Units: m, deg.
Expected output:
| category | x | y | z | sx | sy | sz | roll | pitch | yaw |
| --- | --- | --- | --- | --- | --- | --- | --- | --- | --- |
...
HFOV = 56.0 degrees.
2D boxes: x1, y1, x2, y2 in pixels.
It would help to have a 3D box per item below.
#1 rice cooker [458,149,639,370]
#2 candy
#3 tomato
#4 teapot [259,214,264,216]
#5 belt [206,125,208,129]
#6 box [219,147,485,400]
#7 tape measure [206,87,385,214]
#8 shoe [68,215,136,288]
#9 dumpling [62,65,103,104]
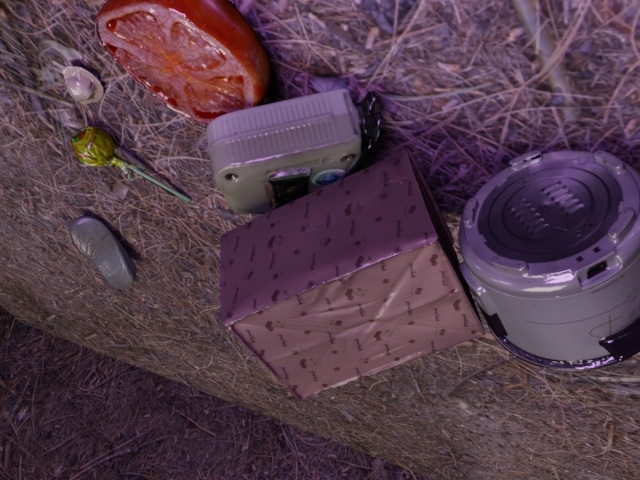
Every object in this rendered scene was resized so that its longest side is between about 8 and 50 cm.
| category | x | y | z | sx | sy | sz | roll | pitch | yaw |
| --- | --- | --- | --- | --- | --- | --- | --- | --- | --- |
| rice cooker | 0.310 | 0.029 | 0.769 | 0.227 | 0.241 | 0.280 | 54 | -175 | -38 |
| candy | -0.377 | -0.142 | 1.220 | 0.262 | 0.077 | 0.073 | 32 | 155 | -30 |
| tomato | -0.175 | -0.262 | 0.812 | 0.236 | 0.095 | 0.237 | 17 | 156 | 8 |
| teapot | 0.000 | 0.000 | 1.051 | 0.183 | 0.183 | 0.251 | -14 | 124 | 50 |
| belt | -0.126 | -0.170 | 0.966 | 0.105 | 0.058 | 0.140 | 9 | 147 | 22 |
| box | 0.044 | 0.055 | 0.842 | 0.297 | 0.190 | 0.225 | -24 | 132 | 13 |
| tape measure | -0.028 | -0.110 | 0.862 | 0.235 | 0.115 | 0.207 | -12 | 158 | 0 |
| shoe | -0.590 | 0.023 | 1.642 | 0.100 | 0.103 | 0.251 | -120 | 6 | -55 |
| dumpling | -0.411 | -0.271 | 1.046 | 0.052 | 0.057 | 0.076 | -132 | 25 | -58 |
